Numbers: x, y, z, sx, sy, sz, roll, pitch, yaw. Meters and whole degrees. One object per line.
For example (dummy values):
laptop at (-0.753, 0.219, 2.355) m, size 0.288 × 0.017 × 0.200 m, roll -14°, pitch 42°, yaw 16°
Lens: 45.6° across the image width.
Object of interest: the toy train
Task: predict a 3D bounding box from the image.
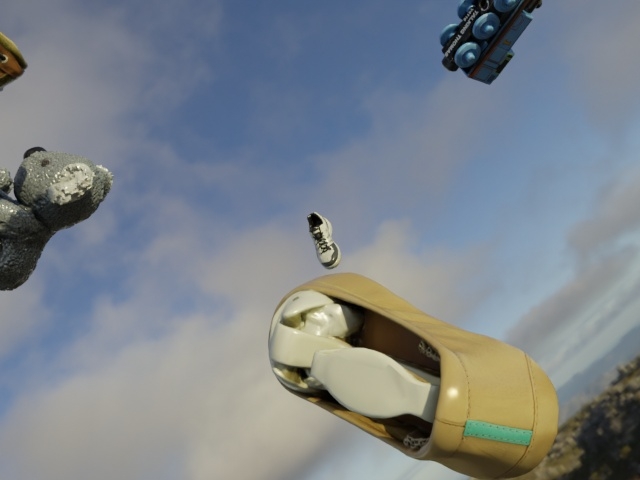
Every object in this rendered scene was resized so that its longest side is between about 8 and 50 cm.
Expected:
toy train at (0.257, -0.323, 1.134) m, size 0.105 × 0.080 × 0.184 m, roll 8°, pitch -49°, yaw -35°

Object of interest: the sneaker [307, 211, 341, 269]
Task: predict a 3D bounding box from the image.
sneaker at (0.000, 0.000, 0.954) m, size 0.032 × 0.083 × 0.037 m, roll -32°, pitch -43°, yaw 13°

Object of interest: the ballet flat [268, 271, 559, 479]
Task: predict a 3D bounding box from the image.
ballet flat at (0.016, 0.057, 0.399) m, size 0.073 × 0.232 × 0.080 m, roll 11°, pitch -92°, yaw -33°

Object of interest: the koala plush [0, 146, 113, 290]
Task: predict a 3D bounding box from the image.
koala plush at (-0.417, -0.054, 1.123) m, size 0.221 × 0.203 × 0.196 m, roll -25°, pitch 1°, yaw -5°

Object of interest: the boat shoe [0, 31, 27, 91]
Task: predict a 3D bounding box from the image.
boat shoe at (-0.462, -0.305, 0.881) m, size 0.104 × 0.110 × 0.307 m, roll -31°, pitch -48°, yaw -7°
